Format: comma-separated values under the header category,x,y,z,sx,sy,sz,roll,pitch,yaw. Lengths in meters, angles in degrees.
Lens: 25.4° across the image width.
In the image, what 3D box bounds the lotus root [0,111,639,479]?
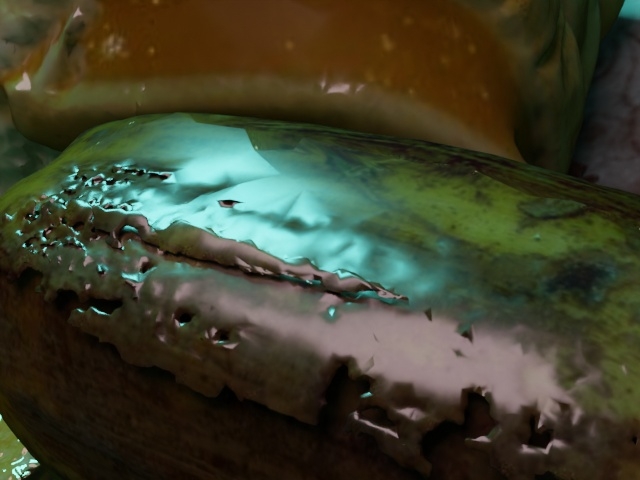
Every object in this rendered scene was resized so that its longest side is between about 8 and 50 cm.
category,x,y,z,sx,sy,sz,roll,pitch,yaw
lotus root,0.036,0.060,0.537,0.397,0.196,0.179,15,46,26

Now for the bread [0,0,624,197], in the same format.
category,x,y,z,sx,sy,sz,roll,pitch,yaw
bread,0.005,-0.150,0.736,0.301,0.210,0.341,6,38,25

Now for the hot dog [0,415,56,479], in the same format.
category,x,y,z,sx,sy,sz,roll,pitch,yaw
hot dog,-0.141,0.111,0.682,0.084,0.073,0.242,23,57,41
